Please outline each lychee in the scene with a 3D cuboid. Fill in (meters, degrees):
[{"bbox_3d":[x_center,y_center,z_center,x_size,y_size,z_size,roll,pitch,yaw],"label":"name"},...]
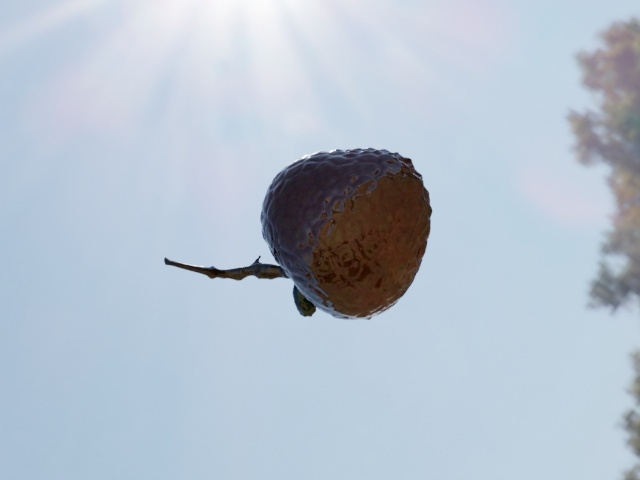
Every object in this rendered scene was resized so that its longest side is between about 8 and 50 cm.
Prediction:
[{"bbox_3d":[0.005,-0.005,0.928,0.140,0.114,0.101,-26,27,44],"label":"lychee"}]
